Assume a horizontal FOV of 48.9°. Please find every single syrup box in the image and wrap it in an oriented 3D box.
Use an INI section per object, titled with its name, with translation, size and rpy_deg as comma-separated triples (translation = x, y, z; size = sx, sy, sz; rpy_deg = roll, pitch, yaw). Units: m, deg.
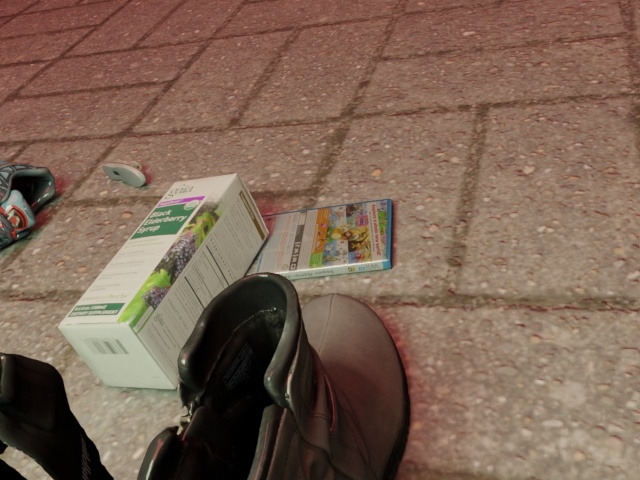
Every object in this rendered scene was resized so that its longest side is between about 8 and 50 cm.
[syrup box]
translation = -0.152, 0.035, 0.741
size = 0.093, 0.096, 0.237
rpy_deg = -4, 39, 29

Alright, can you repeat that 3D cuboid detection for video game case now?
[video game case]
translation = 0.000, 0.000, 0.812
size = 0.166, 0.015, 0.119
rpy_deg = -7, 36, 12

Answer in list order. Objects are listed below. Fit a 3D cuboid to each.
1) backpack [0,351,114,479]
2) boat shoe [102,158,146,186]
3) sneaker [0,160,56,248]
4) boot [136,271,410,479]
[backpack]
translation = -0.169, 0.233, 0.339
size = 0.213, 0.263, 0.276
rpy_deg = -25, 66, -10
[boat shoe]
translation = -0.284, -0.105, 1.049
size = 0.100, 0.035, 0.035
rpy_deg = 13, 47, 44
[sneaker]
translation = -0.460, -0.035, 0.962
size = 0.125, 0.104, 0.262
rpy_deg = 0, 38, 17
[boot]
translation = -0.010, 0.102, 0.498
size = 0.118, 0.223, 0.338
rpy_deg = -9, 36, 11
